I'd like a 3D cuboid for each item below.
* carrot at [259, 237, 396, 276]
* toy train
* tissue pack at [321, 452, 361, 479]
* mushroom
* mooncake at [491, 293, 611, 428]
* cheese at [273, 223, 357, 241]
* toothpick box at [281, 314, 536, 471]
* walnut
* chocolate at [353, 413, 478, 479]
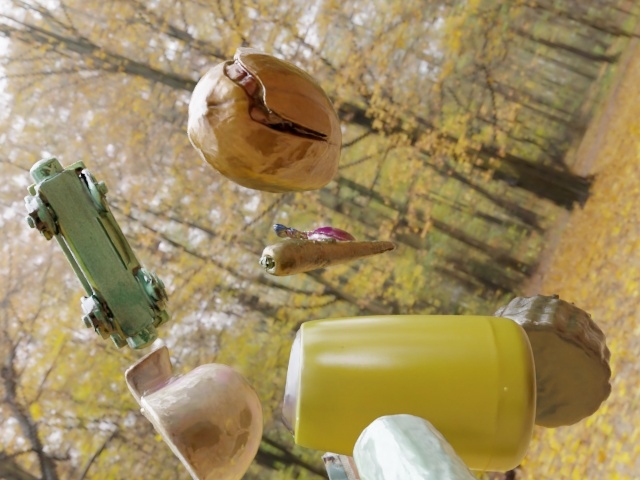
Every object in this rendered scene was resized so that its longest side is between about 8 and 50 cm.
[{"bbox_3d":[0.018,0.016,1.177,0.254,0.049,0.049,-5,-58,-46],"label":"carrot"},{"bbox_3d":[-0.396,0.020,1.576,0.150,0.369,0.237,-29,7,-9],"label":"toy train"},{"bbox_3d":[0.053,0.334,1.278,0.058,0.095,0.074,-21,2,38],"label":"tissue pack"},{"bbox_3d":[-0.159,0.239,1.264,0.162,0.236,0.173,-36,-5,-20],"label":"mushroom"},{"bbox_3d":[0.372,0.197,1.475,0.124,0.228,0.228,-53,-17,-54],"label":"mooncake"},{"bbox_3d":[0.000,0.000,1.327,0.095,0.145,0.038,81,-155,-72],"label":"cheese"},{"bbox_3d":[0.094,0.168,1.009,0.175,0.271,0.175,-176,90,-89],"label":"toothpick box"},{"bbox_3d":[-0.068,-0.171,1.377,0.336,0.208,0.209,25,-92,-55],"label":"walnut"},{"bbox_3d":[0.088,0.195,0.413,0.291,0.110,0.110,-121,44,-53],"label":"chocolate"}]
